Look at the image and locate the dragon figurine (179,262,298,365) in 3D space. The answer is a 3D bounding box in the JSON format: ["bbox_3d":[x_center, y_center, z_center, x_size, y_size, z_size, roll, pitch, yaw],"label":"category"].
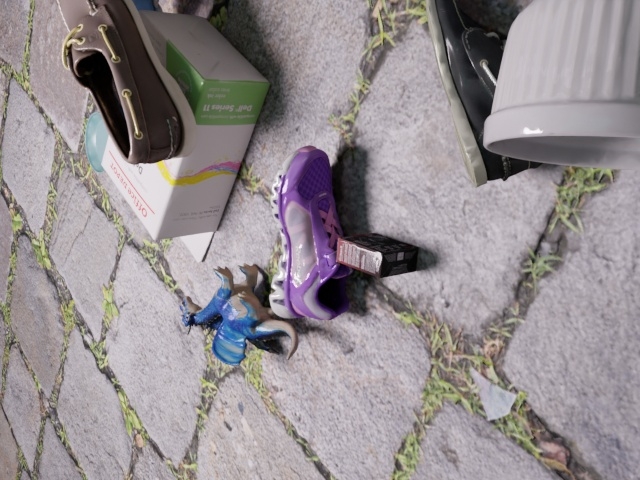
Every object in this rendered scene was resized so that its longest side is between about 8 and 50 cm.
[{"bbox_3d":[-0.108,0.129,1.055,0.289,0.085,0.144,34,121,42],"label":"dragon figurine"}]

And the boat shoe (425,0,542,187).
[{"bbox_3d":[0.157,-0.169,0.721,0.079,0.084,0.233,-17,73,12],"label":"boat shoe"}]

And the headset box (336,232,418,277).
[{"bbox_3d":[0.064,0.016,0.853,0.083,0.062,0.032,18,109,46],"label":"headset box"}]

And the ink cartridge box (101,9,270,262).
[{"bbox_3d":[-0.230,-0.146,1.125,0.207,0.119,0.354,48,130,31],"label":"ink cartridge box"}]

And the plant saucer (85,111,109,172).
[{"bbox_3d":[-0.432,-0.193,1.430,0.119,0.021,0.119,10,104,49],"label":"plant saucer"}]

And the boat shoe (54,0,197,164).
[{"bbox_3d":[-0.288,-0.243,0.980,0.324,0.096,0.116,58,139,10],"label":"boat shoe"}]

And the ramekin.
[{"bbox_3d":[0.230,-0.116,0.535,0.207,0.207,0.109,7,93,49],"label":"ramekin"}]

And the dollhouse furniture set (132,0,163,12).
[{"bbox_3d":[-0.207,-0.492,1.086,0.303,0.198,0.287,100,171,-66],"label":"dollhouse furniture set"}]

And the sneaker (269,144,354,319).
[{"bbox_3d":[0.000,0.000,0.911,0.104,0.095,0.237,19,116,40],"label":"sneaker"}]
